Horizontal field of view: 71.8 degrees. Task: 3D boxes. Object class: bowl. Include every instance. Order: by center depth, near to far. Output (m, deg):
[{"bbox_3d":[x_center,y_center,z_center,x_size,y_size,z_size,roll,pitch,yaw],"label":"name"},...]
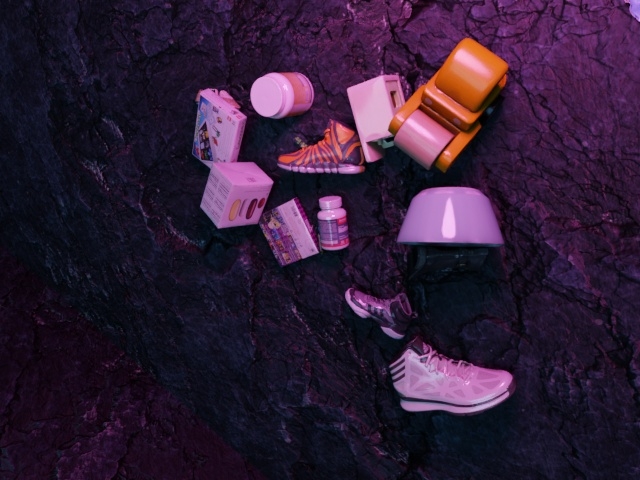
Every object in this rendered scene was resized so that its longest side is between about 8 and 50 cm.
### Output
[{"bbox_3d":[0.388,-0.067,1.326,0.311,0.311,0.163,2,87,29],"label":"bowl"}]

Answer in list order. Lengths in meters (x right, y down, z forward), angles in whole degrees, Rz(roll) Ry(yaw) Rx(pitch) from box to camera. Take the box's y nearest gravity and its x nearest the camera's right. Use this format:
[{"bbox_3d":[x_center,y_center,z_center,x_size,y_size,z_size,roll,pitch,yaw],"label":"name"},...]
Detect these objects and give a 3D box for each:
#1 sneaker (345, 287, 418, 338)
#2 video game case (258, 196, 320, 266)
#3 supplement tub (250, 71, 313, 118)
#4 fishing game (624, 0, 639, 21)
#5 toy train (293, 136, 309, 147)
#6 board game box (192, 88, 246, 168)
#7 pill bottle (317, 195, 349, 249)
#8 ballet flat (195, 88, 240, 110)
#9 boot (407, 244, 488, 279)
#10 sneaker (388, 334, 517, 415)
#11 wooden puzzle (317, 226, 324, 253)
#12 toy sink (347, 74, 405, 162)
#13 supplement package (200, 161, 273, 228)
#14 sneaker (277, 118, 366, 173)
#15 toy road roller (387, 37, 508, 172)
[{"bbox_3d":[0.230,0.232,1.626,0.268,0.101,0.153,36,122,6],"label":"sneaker"},{"bbox_3d":[-0.126,-0.028,1.757,0.210,0.041,0.232,-22,97,34],"label":"video game case"},{"bbox_3d":[-0.127,-0.487,1.484,0.144,0.199,0.145,11,113,26],"label":"supplement tub"},{"bbox_3d":[0.808,-0.591,1.010,0.189,0.041,0.264,-21,97,31],"label":"fishing game"},{"bbox_3d":[-0.064,-0.346,1.610,0.083,0.023,0.017,44,124,8],"label":"toy train"},{"bbox_3d":[-0.399,-0.402,1.714,0.193,0.053,0.305,39,138,10],"label":"board game box"},{"bbox_3d":[0.044,-0.065,1.607,0.107,0.108,0.180,3,111,29],"label":"pill bottle"},{"bbox_3d":[-0.395,-0.545,1.696,0.206,0.073,0.067,15,101,20],"label":"ballet flat"},{"bbox_3d":[0.407,0.076,1.445,0.228,0.263,0.091,1,74,0],"label":"boot"},{"bbox_3d":[0.430,0.459,1.555,0.447,0.169,0.258,-20,100,36],"label":"sneaker"},{"bbox_3d":[0.000,0.000,1.680,0.014,0.078,0.117,-4,101,9],"label":"wooden puzzle"},{"bbox_3d":[0.197,-0.378,1.372,0.131,0.152,0.235,-10,103,31],"label":"toy sink"},{"bbox_3d":[-0.324,-0.177,1.701,0.149,0.194,0.203,46,126,29],"label":"supplement package"},{"bbox_3d":[0.003,-0.327,1.530,0.320,0.124,0.180,3,106,14],"label":"sneaker"},{"bbox_3d":[0.353,-0.373,1.180,0.202,0.241,0.330,40,81,11],"label":"toy road roller"}]
